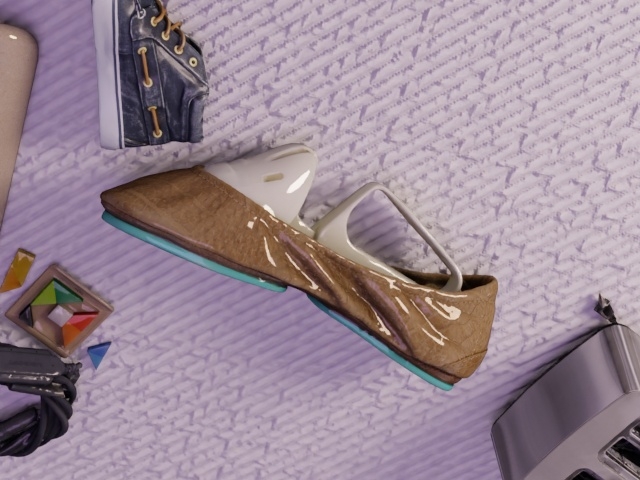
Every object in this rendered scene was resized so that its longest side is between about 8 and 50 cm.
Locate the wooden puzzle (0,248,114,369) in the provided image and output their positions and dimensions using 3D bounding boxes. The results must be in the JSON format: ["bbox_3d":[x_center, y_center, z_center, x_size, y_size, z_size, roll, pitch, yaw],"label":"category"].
[{"bbox_3d":[-0.223,0.062,1.122,0.116,0.014,0.078,33,114,-18],"label":"wooden puzzle"}]

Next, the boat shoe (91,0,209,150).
[{"bbox_3d":[-0.126,-0.154,0.978,0.083,0.065,0.183,-3,122,-8],"label":"boat shoe"}]

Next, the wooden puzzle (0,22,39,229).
[{"bbox_3d":[-0.420,-0.057,1.016,0.347,0.080,0.322,15,118,-9],"label":"wooden puzzle"}]

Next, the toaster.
[{"bbox_3d":[0.252,0.175,1.134,0.185,0.110,0.168,37,112,-19],"label":"toaster"}]

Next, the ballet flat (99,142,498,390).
[{"bbox_3d":[0.000,0.000,1.044,0.342,0.116,0.124,27,96,-15],"label":"ballet flat"}]

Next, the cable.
[{"bbox_3d":[-0.302,0.137,1.127,0.184,0.047,0.150,5,138,-30],"label":"cable"}]
